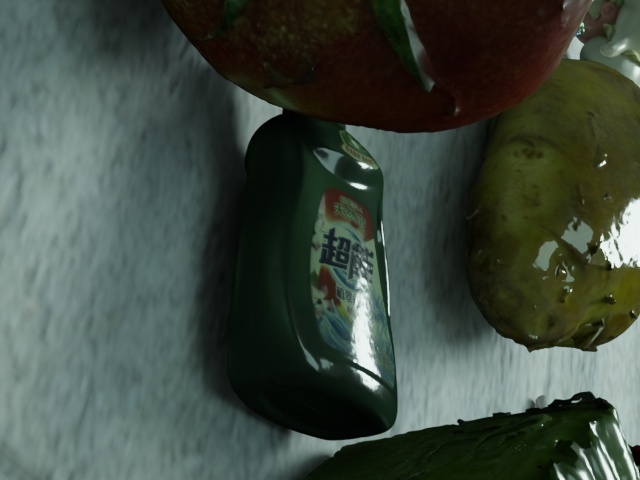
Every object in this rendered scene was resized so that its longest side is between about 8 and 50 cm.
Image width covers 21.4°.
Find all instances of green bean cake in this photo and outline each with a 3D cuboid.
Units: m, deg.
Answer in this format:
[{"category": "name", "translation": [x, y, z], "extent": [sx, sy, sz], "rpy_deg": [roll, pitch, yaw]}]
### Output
[{"category": "green bean cake", "translation": [0.072, 0.175, 0.942], "extent": [0.214, 0.200, 0.113], "rpy_deg": [-31, 104, -57]}]

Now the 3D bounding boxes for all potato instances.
[{"category": "potato", "translation": [0.192, -0.025, 1.273], "extent": [0.192, 0.141, 0.296], "rpy_deg": [61, 37, -19]}]

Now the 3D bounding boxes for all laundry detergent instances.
[{"category": "laundry detergent", "translation": [0.000, 0.000, 1.014], "extent": [0.144, 0.078, 0.222], "rpy_deg": [36, 47, -49]}]

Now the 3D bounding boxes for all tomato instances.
[{"category": "tomato", "translation": [0.037, -0.206, 0.938], "extent": [0.239, 0.303, 0.303], "rpy_deg": [-23, 99, -74]}]

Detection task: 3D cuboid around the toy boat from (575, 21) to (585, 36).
[{"category": "toy boat", "translation": [0.182, -0.175, 1.386], "extent": [0.137, 0.061, 0.060], "rpy_deg": [-27, 102, -58]}]

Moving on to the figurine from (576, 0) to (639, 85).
[{"category": "figurine", "translation": [0.262, -0.169, 1.493], "extent": [0.081, 0.146, 0.098], "rpy_deg": [31, 20, -34]}]

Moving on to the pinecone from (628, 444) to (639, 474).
[{"category": "pinecone", "translation": [0.245, 0.210, 1.317], "extent": [0.109, 0.102, 0.102], "rpy_deg": [35, 50, -62]}]

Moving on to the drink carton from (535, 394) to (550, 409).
[{"category": "drink carton", "translation": [0.175, 0.190, 1.226], "extent": [0.084, 0.074, 0.200], "rpy_deg": [52, 40, -35]}]
